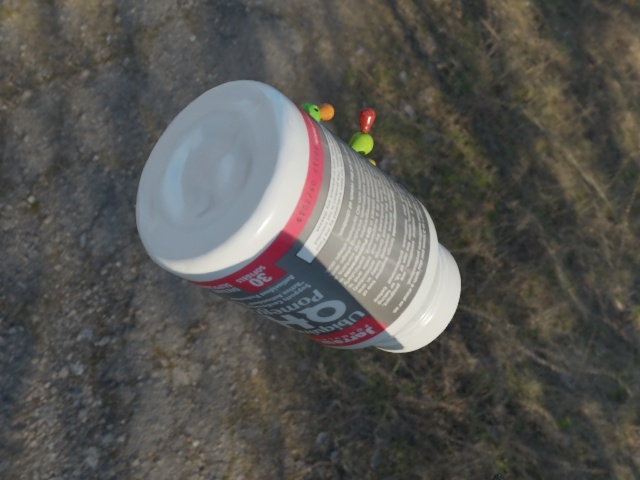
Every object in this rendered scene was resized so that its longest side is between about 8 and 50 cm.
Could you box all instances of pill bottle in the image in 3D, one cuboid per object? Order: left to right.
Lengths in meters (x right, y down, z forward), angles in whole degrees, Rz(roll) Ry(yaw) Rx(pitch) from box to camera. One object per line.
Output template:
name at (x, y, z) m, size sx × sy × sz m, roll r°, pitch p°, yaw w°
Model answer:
pill bottle at (0.000, 0.000, 0.815) m, size 0.318 × 0.176 × 0.176 m, roll 31°, pitch 41°, yaw -46°

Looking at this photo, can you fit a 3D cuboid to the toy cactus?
toy cactus at (-0.008, -0.073, 1.033) m, size 0.112 × 0.180 × 0.219 m, roll 20°, pitch 26°, yaw 27°

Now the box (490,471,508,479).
box at (0.057, 0.309, 0.631) m, size 0.073 × 0.293 × 0.295 m, roll 47°, pitch 0°, yaw 10°
